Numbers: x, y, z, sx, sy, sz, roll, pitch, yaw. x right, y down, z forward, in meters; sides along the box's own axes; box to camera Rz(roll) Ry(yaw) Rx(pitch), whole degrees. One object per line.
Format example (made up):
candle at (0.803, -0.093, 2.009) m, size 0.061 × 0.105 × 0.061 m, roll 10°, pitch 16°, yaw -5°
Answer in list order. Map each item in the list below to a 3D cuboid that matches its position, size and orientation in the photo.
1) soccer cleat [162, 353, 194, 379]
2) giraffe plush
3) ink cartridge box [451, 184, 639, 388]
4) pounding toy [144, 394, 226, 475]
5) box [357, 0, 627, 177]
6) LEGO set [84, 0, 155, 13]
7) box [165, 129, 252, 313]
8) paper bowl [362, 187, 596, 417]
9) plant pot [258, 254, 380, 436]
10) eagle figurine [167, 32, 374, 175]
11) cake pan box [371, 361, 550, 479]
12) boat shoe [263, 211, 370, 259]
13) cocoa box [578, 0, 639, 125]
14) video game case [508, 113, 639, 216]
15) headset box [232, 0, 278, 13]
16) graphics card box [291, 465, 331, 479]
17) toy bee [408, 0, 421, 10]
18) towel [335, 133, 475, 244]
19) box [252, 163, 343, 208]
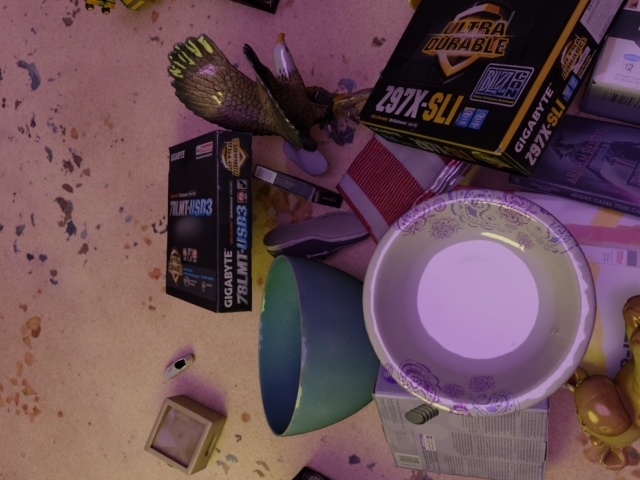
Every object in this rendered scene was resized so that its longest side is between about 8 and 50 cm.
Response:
soccer cleat at (-0.293, 0.257, 1.242) m, size 0.083 × 0.035 × 0.029 m, roll -33°, pitch 80°, yaw 17°
giraffe plush at (0.396, 0.193, 0.775) m, size 0.170 × 0.181 × 0.210 m, roll -31°, pitch 117°, yaw 30°
ink cartridge box at (0.383, 0.073, 0.927) m, size 0.384 × 0.160 × 0.279 m, roll 8°, pitch 94°, yaw 20°
pounding toy at (-0.275, 0.391, 1.219) m, size 0.130 × 0.100 × 0.141 m, roll 22°, pitch 88°, yaw 18°
box at (0.218, -0.244, 0.865) m, size 0.322 × 0.079 × 0.257 m, roll 32°, pitch 95°, yaw 56°
LEGO set at (-0.384, -0.616, 1.143) m, size 0.192 × 0.255 × 0.331 m, roll -16°, pitch 78°, yaw 36°
box at (-0.206, -0.035, 1.099) m, size 0.295 × 0.073 × 0.293 m, roll 6°, pitch 97°, yaw 60°
paper bowl at (0.209, 0.081, 0.817) m, size 0.284 × 0.148 × 0.284 m, roll -3°, pitch 82°, yaw 20°
plant pot at (0.020, 0.174, 1.027) m, size 0.195 × 0.290 × 0.290 m, roll 4°, pitch 93°, yaw -18°
eagle figurine at (-0.075, -0.232, 1.008) m, size 0.226 × 0.298 × 0.225 m, roll -41°, pitch 72°, yaw 40°
cake pan box at (0.223, 0.290, 0.953) m, size 0.245 × 0.267 × 0.070 m, roll 1°, pitch 47°, yaw 20°
boat shoe at (0.000, 0.000, 1.130) m, size 0.206 × 0.075 × 0.065 m, roll -10°, pitch 131°, yaw 15°
cocoa box at (0.562, -0.257, 0.816) m, size 0.347 × 0.231 × 0.228 m, roll 19°, pitch 98°, yaw 18°
video game case at (0.438, -0.105, 0.875) m, size 0.274 × 0.196 × 0.026 m, roll 20°, pitch 137°, yaw 30°
headset box at (-0.148, -0.602, 1.131) m, size 0.218 × 0.110 × 0.293 m, roll 24°, pitch 99°, yaw 18°
graphics card box at (0.076, 0.538, 1.011) m, size 0.370 × 0.233 × 0.094 m, roll 21°, pitch 102°, yaw 19°
toy bee at (0.137, -0.475, 1.005) m, size 0.298 × 0.162 × 0.195 m, roll -13°, pitch 89°, yaw 20°
towel at (0.162, -0.159, 0.981) m, size 0.329 × 0.037 × 0.237 m, roll -51°, pitch 35°, yaw 15°
box at (-0.035, -0.093, 1.075) m, size 0.116 × 0.162 × 0.029 m, roll 23°, pitch 95°, yaw 17°
